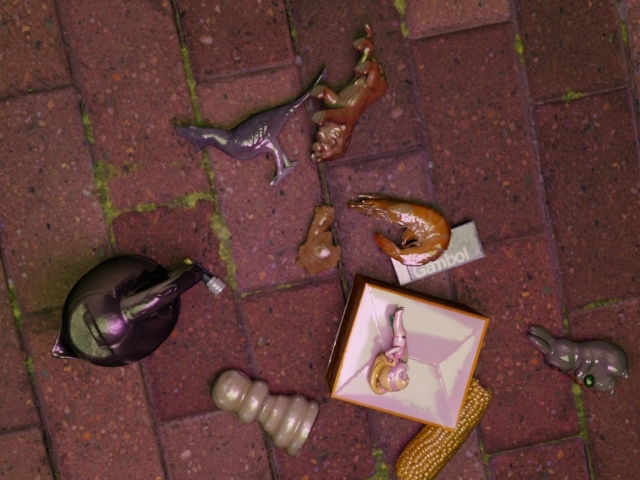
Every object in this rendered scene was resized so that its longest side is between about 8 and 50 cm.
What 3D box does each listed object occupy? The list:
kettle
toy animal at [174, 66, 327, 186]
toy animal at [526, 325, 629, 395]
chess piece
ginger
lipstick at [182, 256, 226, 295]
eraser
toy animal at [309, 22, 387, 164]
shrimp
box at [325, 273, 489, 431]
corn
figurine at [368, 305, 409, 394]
[{"bbox_3d":[-0.387,0.138,1.540,0.320,0.324,0.228,-26,96,0],"label":"kettle"},{"bbox_3d":[-0.117,-0.228,1.646,0.367,0.081,0.206,-23,98,-5],"label":"toy animal"},{"bbox_3d":[0.596,0.274,1.731,0.236,0.138,0.108,20,135,18],"label":"toy animal"},{"bbox_3d":[-0.133,0.376,1.680,0.243,0.133,0.133,28,93,-1],"label":"chess piece"},{"bbox_3d":[0.008,0.004,1.678,0.096,0.067,0.165,20,94,17],"label":"ginger"},{"bbox_3d":[-0.268,0.077,1.688,0.116,0.037,0.037,43,92,-2],"label":"lipstick"},{"bbox_3d":[0.268,0.029,1.706,0.212,0.046,0.092,-20,95,-1],"label":"eraser"},{"bbox_3d":[0.065,-0.306,1.638,0.097,0.157,0.312,35,85,37],"label":"toy animal"},{"bbox_3d":[0.175,-0.032,1.669,0.248,0.068,0.150,26,73,14],"label":"shrimp"},{"bbox_3d":[0.183,0.239,1.638,0.283,0.214,0.260,17,91,-5],"label":"box"},{"bbox_3d":[0.284,0.456,1.721,0.101,0.101,0.310,41,87,-6],"label":"corn"},{"bbox_3d":[0.146,0.226,1.498,0.083,0.083,0.188,4,100,-3],"label":"figurine"}]
